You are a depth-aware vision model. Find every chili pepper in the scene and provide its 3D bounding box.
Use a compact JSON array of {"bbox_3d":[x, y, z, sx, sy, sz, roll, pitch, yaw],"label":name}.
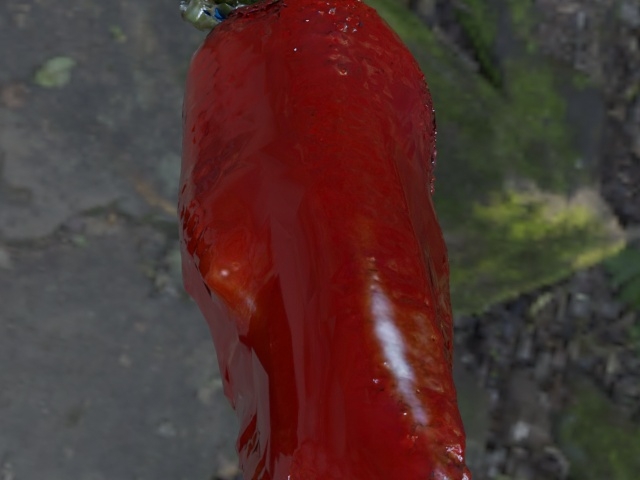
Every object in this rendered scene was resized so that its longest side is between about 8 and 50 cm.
[{"bbox_3d":[0.000,0.000,0.638,0.110,0.110,0.387,55,17,-36],"label":"chili pepper"}]
